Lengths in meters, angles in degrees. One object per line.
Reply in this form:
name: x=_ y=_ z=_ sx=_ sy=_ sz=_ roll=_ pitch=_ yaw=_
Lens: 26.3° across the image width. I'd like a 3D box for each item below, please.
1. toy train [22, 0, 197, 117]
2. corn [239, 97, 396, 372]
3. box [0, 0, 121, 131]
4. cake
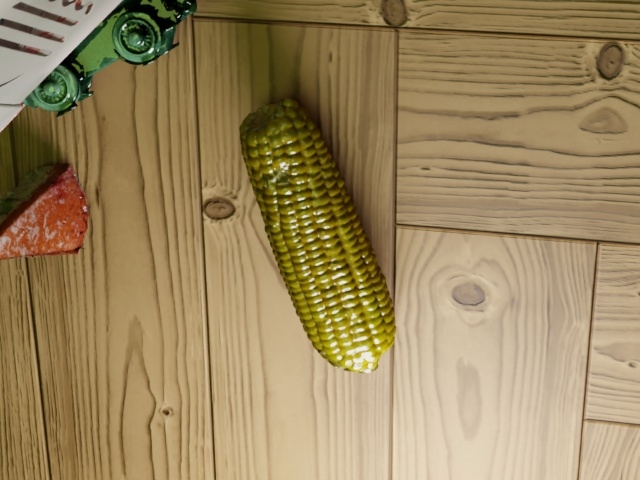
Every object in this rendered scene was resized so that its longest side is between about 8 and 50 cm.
toy train: x=-0.278 y=-0.253 z=1.616 sx=0.269 sy=0.115 sz=0.154 roll=-25 pitch=106 yaw=23
corn: x=0.000 y=0.000 z=1.665 sx=0.120 sy=0.120 sz=0.363 roll=-13 pitch=109 yaw=19
box: x=-0.412 y=-0.301 z=1.408 sx=0.300 sy=0.314 sz=0.312 roll=-44 pitch=84 yaw=9
cake: x=-0.376 y=0.005 z=1.712 sx=0.086 sy=0.220 sz=0.116 roll=-4 pitch=122 yaw=29
